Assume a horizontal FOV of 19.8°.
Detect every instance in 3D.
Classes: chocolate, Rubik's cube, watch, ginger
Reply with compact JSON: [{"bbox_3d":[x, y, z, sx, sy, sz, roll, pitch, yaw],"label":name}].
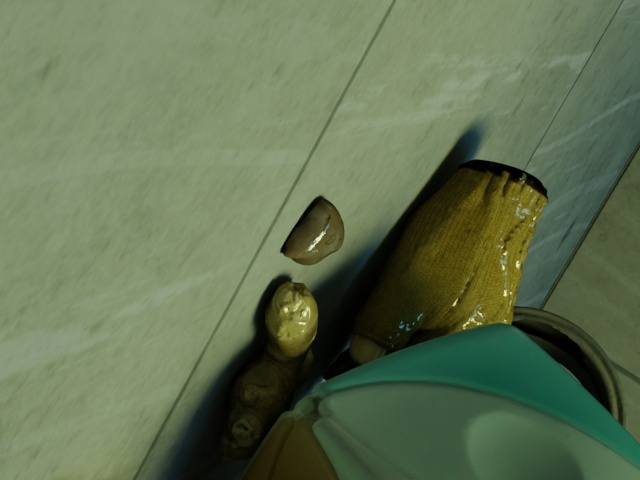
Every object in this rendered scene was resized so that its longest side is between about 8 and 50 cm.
[{"bbox_3d":[0.000,0.000,1.653,0.064,0.031,0.100,-52,168,-3],"label":"chocolate"},{"bbox_3d":[0.121,0.326,1.798,0.351,0.352,0.347,-15,145,-43],"label":"Rubik's cube"},{"bbox_3d":[0.209,0.248,2.329,0.335,0.327,0.314,-54,166,-12],"label":"watch"},{"bbox_3d":[-0.045,0.124,1.715,0.133,0.059,0.214,-54,169,-31],"label":"ginger"}]

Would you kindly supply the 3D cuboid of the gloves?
[{"bbox_3d":[0.131,0.073,2.021,0.356,0.155,0.203,-54,163,0],"label":"gloves"}]
